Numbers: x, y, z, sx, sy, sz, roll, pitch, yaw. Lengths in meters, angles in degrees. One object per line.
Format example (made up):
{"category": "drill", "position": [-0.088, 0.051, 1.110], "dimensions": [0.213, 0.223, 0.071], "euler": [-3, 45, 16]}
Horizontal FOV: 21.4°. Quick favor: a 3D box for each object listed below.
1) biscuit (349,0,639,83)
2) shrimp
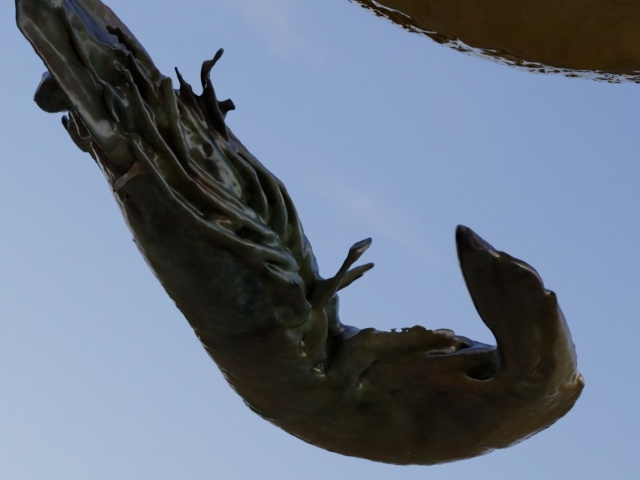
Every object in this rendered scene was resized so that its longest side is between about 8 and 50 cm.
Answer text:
{"category": "biscuit", "position": [0.093, -0.150, 0.481], "dimensions": [0.296, 0.102, 0.296], "euler": [7, -36, 5]}
{"category": "shrimp", "position": [0.000, 0.000, 0.666], "dimensions": [0.169, 0.058, 0.296], "euler": [-9, -45, 28]}
